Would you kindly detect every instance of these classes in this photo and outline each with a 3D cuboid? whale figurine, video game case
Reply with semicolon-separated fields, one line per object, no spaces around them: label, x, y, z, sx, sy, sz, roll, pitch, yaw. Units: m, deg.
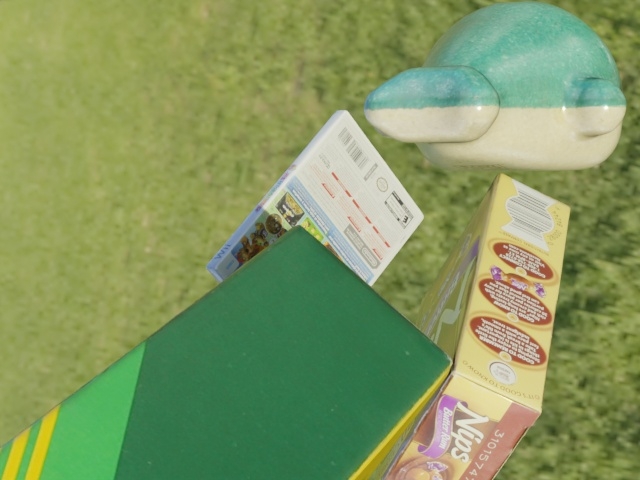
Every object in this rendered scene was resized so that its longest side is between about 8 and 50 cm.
whale figurine;0.136;-0.126;1.099;0.216;0.272;0.141;2;92;30
video game case;0.000;0.000;0.770;0.011;0.087;0.122;7;52;52

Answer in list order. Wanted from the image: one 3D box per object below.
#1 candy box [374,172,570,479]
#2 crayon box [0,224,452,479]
candy box;0.084;0.058;0.757;0.186;0.053;0.109;-71;6;-54
crayon box;-0.132;0.198;0.585;0.313;0.106;0.363;-36;-16;-53
